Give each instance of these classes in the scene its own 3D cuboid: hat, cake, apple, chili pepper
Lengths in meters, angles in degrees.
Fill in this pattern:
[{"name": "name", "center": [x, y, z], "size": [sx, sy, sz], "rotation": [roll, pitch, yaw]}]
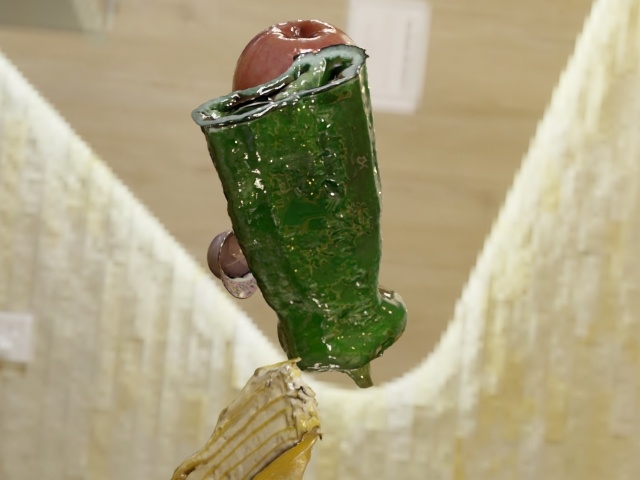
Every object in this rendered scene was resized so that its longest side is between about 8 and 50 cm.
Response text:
[{"name": "hat", "center": [-0.079, 0.018, 1.553], "size": [0.058, 0.042, 0.087], "rotation": [68, 25, -16]}, {"name": "cake", "center": [-0.065, 0.152, 1.322], "size": [0.185, 0.116, 0.079], "rotation": [105, -32, -67]}, {"name": "apple", "center": [-0.021, -0.176, 2.011], "size": [0.153, 0.153, 0.120], "rotation": [-93, 178, -69]}, {"name": "chili pepper", "center": [0.000, 0.000, 1.399], "size": [0.136, 0.099, 0.270], "rotation": [-36, 126, -35]}]
